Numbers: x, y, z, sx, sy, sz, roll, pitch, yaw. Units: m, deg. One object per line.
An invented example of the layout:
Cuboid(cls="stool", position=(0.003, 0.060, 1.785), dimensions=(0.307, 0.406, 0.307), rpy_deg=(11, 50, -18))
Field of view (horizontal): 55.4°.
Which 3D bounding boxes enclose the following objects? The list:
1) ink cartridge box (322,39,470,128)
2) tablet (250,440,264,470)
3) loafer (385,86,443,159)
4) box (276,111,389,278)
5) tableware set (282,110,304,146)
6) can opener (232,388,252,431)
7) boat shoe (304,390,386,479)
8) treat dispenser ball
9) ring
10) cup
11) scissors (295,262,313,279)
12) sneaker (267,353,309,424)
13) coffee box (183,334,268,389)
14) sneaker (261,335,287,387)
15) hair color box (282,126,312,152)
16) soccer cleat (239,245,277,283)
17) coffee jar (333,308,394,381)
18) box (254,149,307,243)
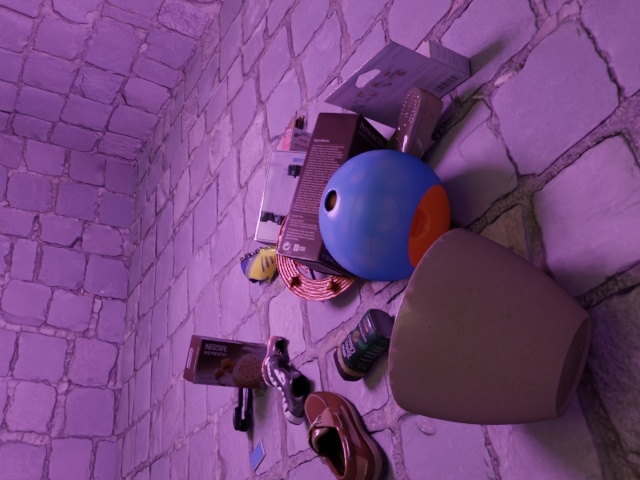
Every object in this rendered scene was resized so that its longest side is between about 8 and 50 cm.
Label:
Cuboid(cls="ink cartridge box", position=(0.175, -0.382, 1.456), dimensions=(0.275, 0.238, 0.060), rpy_deg=(-30, 54, 51))
Cuboid(cls="tablet", position=(-0.195, 0.664, 1.880), dimensions=(0.083, 0.006, 0.054), rpy_deg=(-59, 34, 25))
Cuboid(cls="loafer", position=(0.225, -0.237, 1.468), dimensions=(0.102, 0.091, 0.269), rpy_deg=(-107, 26, -44))
Cuboid(cls="box", position=(0.042, -0.112, 1.550), dimensions=(0.143, 0.191, 0.382), rpy_deg=(8, 79, 35))
Cuboid(cls="tableware set", position=(-0.095, -0.337, 2.096), dimensions=(0.128, 0.039, 0.194), rpy_deg=(137, 144, -60))
Cuboid(cls="can opener", position=(-0.250, 0.530, 1.985), dimensions=(0.073, 0.059, 0.186), rpy_deg=(100, 175, -56))
Cuboid(cls="boat shoe", position=(0.033, 0.464, 1.465), dimensions=(0.324, 0.119, 0.123), rpy_deg=(34, 107, 58))
Cuboid(cls="treat dispenser ball", position=(0.139, -0.054, 1.336), dimensions=(0.288, 0.288, 0.289), rpy_deg=(-31, 53, 51))
Cuboid(cls="ring", position=(0.000, 0.000, 1.687), dimensions=(0.336, 0.032, 0.337), rpy_deg=(-12, 69, 34))
Cuboid(cls="cup", position=(0.299, 0.167, 1.002), dimensions=(0.236, 0.331, 0.332), rpy_deg=(16, 93, 34))
Cuboid(cls="scissors", position=(-0.042, 0.073, 1.851), dimensions=(0.109, 0.021, 0.297), rpy_deg=(-65, 30, 15))
Cuboid(cls="sneaker", position=(-0.080, 0.399, 1.733), dimensions=(0.106, 0.078, 0.234), rpy_deg=(-57, 39, 25))
Cuboid(cls="coffee box", position=(-0.288, 0.382, 1.914), dimensions=(0.098, 0.246, 0.141), rpy_deg=(3, 80, 59))
Cuboid(cls="sneaker", position=(-0.134, 0.365, 1.853), dimensions=(0.064, 0.061, 0.158), rpy_deg=(-17, 64, 49))
Cuboid(cls="hair color box", position=(-0.077, -0.274, 1.983), dimensions=(0.053, 0.093, 0.168), rpy_deg=(1, 79, 59))
Cuboid(cls="soccer cleat", position=(-0.172, 0.074, 2.021), dimensions=(0.289, 0.093, 0.121), rpy_deg=(-24, 91, 55))
Cuboid(cls="coffee jar", position=(0.104, 0.256, 1.472), dimensions=(0.184, 0.079, 0.096), rpy_deg=(-56, 35, 31))
Cuboid(cls="box", position=(-0.086, -0.123, 1.859), dimensions=(0.169, 0.087, 0.290), rpy_deg=(8, 83, 18))
